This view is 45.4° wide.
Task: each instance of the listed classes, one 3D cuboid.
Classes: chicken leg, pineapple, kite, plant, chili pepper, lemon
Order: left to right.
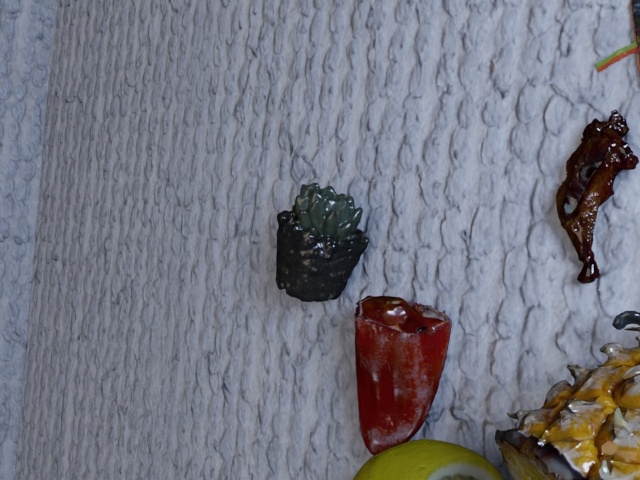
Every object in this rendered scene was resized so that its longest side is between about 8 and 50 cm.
[{"bbox_3d":[0.000,0.000,1.276,0.129,0.132,0.195,33,115,40],"label":"plant"},{"bbox_3d":[0.120,0.216,1.158,0.144,0.136,0.253,2,100,3],"label":"chili pepper"},{"bbox_3d":[0.131,0.390,1.023,0.219,0.240,0.241,-34,62,54],"label":"lemon"},{"bbox_3d":[0.342,-0.058,0.972,0.089,0.048,0.219,28,106,48],"label":"chicken leg"},{"bbox_3d":[0.411,-0.246,0.945,0.159,0.010,0.190,-12,76,47],"label":"kite"},{"bbox_3d":[0.361,0.232,0.704,0.352,0.300,0.352,61,170,19],"label":"pineapple"}]

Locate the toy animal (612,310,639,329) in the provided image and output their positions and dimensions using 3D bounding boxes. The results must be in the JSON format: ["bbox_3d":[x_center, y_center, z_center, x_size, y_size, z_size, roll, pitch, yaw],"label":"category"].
[{"bbox_3d":[0.433,0.050,0.840,0.148,0.084,0.233,29,104,43],"label":"toy animal"}]
